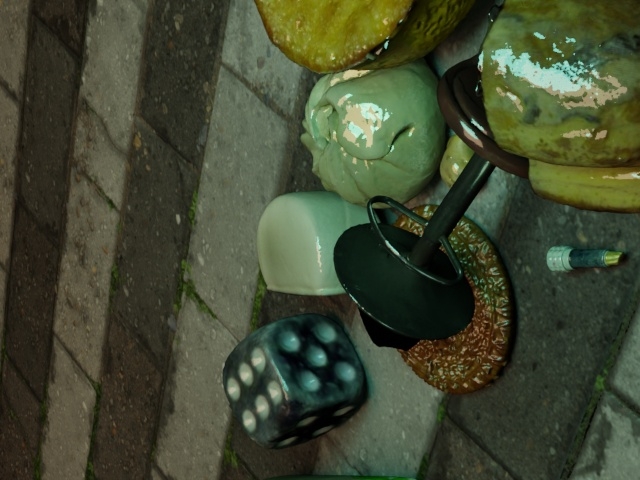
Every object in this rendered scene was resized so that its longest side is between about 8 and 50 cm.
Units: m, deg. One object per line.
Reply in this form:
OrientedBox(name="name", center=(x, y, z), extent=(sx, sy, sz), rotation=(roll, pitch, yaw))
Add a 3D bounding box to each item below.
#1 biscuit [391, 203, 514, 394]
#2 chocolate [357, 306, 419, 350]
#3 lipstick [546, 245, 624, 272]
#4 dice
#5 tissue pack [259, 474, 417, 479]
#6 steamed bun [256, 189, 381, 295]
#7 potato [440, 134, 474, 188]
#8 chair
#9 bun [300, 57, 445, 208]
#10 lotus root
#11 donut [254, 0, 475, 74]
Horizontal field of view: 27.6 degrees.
OrientedBox(name="biscuit", center=(0.183, 0.092, 1.994), extent=(0.305, 0.038, 0.305), rotation=(21, 117, 49))
OrientedBox(name="chocolate", center=(0.125, 0.107, 1.981), extent=(0.149, 0.080, 0.125), rotation=(39, 141, 33))
OrientedBox(name="lipstick", center=(0.357, 0.025, 1.740), extent=(0.116, 0.037, 0.037), rotation=(-1, 100, 49))
OrientedBox(name="dice", center=(-0.045, 0.242, 2.235), extent=(0.182, 0.183, 0.181), rotation=(-52, 57, 45))
OrientedBox(name="tissue pack", center=(-0.053, 0.511, 2.203), extent=(0.405, 0.332, 0.205), rotation=(-17, 82, 55))
OrientedBox(name="steamed bun", center=(0.000, 0.000, 2.109), extent=(0.242, 0.146, 0.164), rotation=(1, 96, 63))
OrientedBox(name="potato", center=(0.204, -0.111, 1.890), extent=(0.068, 0.062, 0.083), rotation=(-2, 77, 39))
OrientedBox(name="chair", center=(0.198, -0.077, 1.730), extent=(0.226, 0.226, 0.401), rotation=(55, 132, 28))
OrientedBox(name="bun", center=(0.069, -0.166, 1.969), extent=(0.259, 0.160, 0.259), rotation=(21, 117, 46))
OrientedBox(name="lotus root", center=(0.339, -0.158, 1.475), extent=(0.250, 0.316, 0.316), rotation=(26, 121, 45))
OrientedBox(name="donut", center=(0.066, -0.415, 1.837), extent=(0.435, 0.163, 0.377), rotation=(18, 101, 48))
